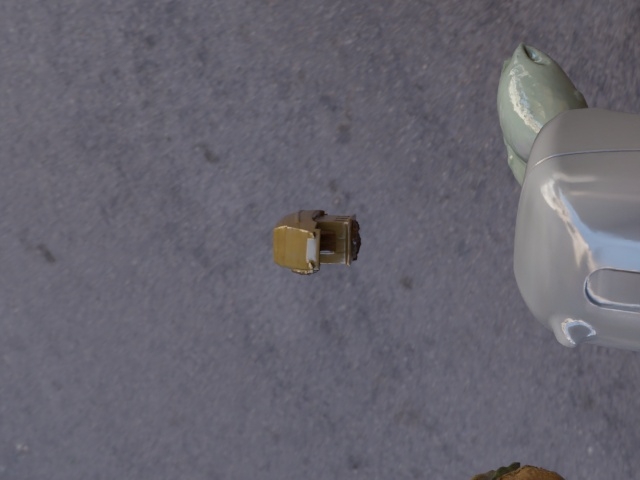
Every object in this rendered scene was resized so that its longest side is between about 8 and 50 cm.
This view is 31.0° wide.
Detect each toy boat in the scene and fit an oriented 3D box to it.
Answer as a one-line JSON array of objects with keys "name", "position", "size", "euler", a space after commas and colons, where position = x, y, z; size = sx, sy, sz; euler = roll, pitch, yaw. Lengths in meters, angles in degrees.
[{"name": "toy boat", "position": [0.000, 0.000, 1.137], "size": [0.077, 0.200, 0.057], "euler": [1, 95, 6]}]

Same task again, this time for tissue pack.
[{"name": "tissue pack", "position": [0.376, -0.001, 1.231], "size": [0.333, 0.236, 0.229], "euler": [5, 129, 8]}]

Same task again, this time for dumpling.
[{"name": "dumpling", "position": [0.280, -0.139, 1.432], "size": [0.105, 0.216, 0.149], "euler": [-27, 142, -1]}]

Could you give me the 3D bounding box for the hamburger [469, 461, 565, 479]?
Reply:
[{"name": "hamburger", "position": [0.198, 0.341, 1.305], "size": [0.155, 0.208, 0.135], "euler": [44, 124, 32]}]
